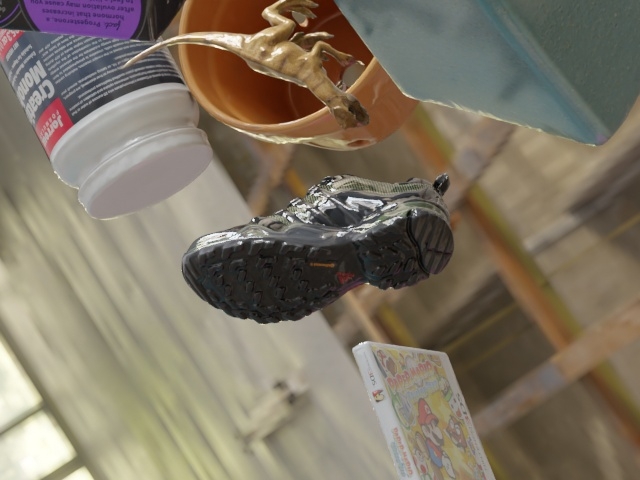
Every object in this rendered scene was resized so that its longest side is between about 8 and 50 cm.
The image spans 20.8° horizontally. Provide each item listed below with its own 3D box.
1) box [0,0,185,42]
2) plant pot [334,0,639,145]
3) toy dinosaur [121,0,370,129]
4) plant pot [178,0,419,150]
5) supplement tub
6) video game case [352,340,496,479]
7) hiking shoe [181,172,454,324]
[{"bbox_3d":[-0.145,-0.251,1.118,0.270,0.165,0.143,-67,161,-57],"label":"box"},{"bbox_3d":[0.129,-0.259,1.329,0.252,0.247,0.248,40,-12,-38],"label":"plant pot"},{"bbox_3d":[-0.046,-0.158,1.436,0.212,0.112,0.064,22,-46,21],"label":"toy dinosaur"},{"bbox_3d":[0.002,-0.233,2.113,0.291,0.291,0.203,49,8,30],"label":"plant pot"},{"bbox_3d":[-0.265,-0.182,2.107,0.272,0.191,0.191,61,-13,14],"label":"supplement tub"},{"bbox_3d":[0.126,0.216,1.954,0.227,0.026,0.206,14,52,-62],"label":"video game case"},{"bbox_3d":[0.000,0.000,1.432,0.114,0.227,0.086,-79,158,-59],"label":"hiking shoe"}]
